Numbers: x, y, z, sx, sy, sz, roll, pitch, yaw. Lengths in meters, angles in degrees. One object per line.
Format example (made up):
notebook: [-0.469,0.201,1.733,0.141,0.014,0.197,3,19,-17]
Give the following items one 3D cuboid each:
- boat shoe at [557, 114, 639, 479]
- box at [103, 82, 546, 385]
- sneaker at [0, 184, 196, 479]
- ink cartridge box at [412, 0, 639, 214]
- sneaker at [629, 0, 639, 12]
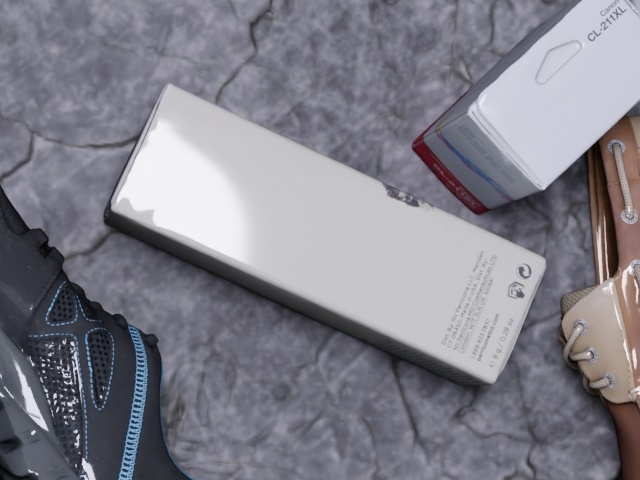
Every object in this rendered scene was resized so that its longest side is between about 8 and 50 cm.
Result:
boat shoe: [0.215,0.065,1.265,0.116,0.123,0.324,6,73,-2]
box: [0.000,0.000,1.237,0.275,0.113,0.094,25,82,-8]
sneaker: [-0.188,0.069,1.217,0.140,0.125,0.340,-19,86,-37]
ink cartridge box: [0.143,-0.089,1.231,0.127,0.175,0.072,-43,93,-9]
sneaker: [0.295,-0.305,1.252,0.137,0.210,0.365,7,85,-9]
